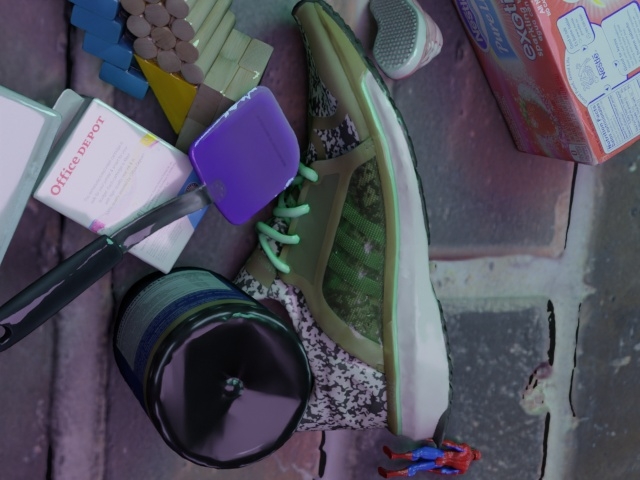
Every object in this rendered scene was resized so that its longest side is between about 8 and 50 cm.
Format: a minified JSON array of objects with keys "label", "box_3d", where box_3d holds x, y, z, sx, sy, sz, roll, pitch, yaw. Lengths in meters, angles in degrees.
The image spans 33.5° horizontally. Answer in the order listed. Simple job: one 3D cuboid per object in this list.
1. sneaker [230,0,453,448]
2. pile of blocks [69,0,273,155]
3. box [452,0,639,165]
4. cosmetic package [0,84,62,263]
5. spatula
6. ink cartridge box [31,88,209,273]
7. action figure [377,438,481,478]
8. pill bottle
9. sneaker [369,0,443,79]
[{"label":"sneaker","box_3d":[0.000,0.000,0.924,0.182,0.158,0.411,-12,99,-1]},{"label":"pile of blocks","box_3d":[-0.142,-0.229,0.835,0.113,0.148,0.362,-69,150,-44]},{"label":"box","box_3d":[0.212,-0.235,0.950,0.154,0.142,0.300,-33,109,-13]},{"label":"cosmetic package","box_3d":[-0.420,-0.109,0.685,0.453,0.230,0.162,24,90,-24]},{"label":"spatula","box_3d":[-0.137,-0.007,0.819,0.296,0.030,0.084,-36,116,-12]},{"label":"ink cartridge box","box_3d":[-0.169,-0.053,0.865,0.143,0.090,0.092,33,87,-23]},{"label":"action figure","box_3d":[0.112,0.216,1.055,0.115,0.030,0.038,4,104,-26]},{"label":"pill bottle","box_3d":[-0.097,0.088,0.848,0.122,0.219,0.123,-4,100,-20]},{"label":"sneaker","box_3d":[0.082,-0.169,0.927,0.051,0.134,0.070,-32,125,21]}]
